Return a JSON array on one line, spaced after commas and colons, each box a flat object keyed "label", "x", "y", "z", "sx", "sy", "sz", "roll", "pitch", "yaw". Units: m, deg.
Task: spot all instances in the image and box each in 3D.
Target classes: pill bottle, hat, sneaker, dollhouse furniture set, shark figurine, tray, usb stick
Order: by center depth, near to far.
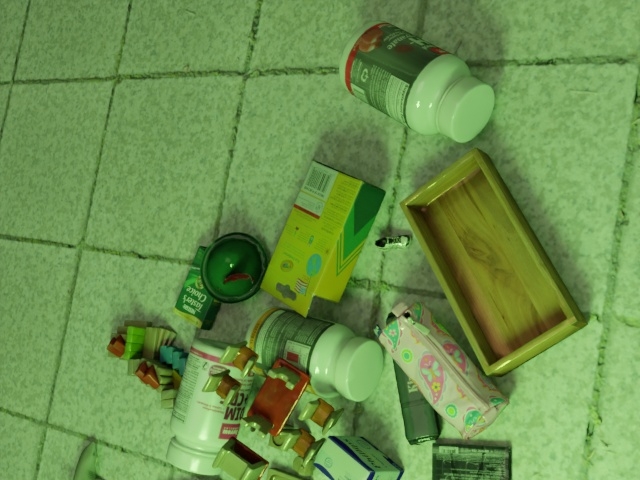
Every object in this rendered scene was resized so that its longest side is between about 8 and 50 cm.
[{"label": "tray", "x": 0.333, "y": 0.040, "z": 1.774, "sx": 0.203, "sy": 0.076, "sz": 0.411, "roll": -37, "pitch": 60, "yaw": 24}, {"label": "usb stick", "x": 0.189, "y": 0.277, "z": 1.838, "sx": 0.077, "sy": 0.045, "sz": 0.278, "roll": -19, "pitch": 69, "yaw": 27}, {"label": "dollhouse furniture set", "x": -0.113, "y": 0.368, "z": 1.847, "sx": 0.262, "sy": 0.135, "sz": 0.259, "roll": 33, "pitch": 101, "yaw": 14}, {"label": "pill bottle", "x": 0.203, "y": -0.329, "z": 1.885, "sx": 0.318, "sy": 0.176, "sz": 0.176, "roll": 36, "pitch": 101, "yaw": 35}, {"label": "pill bottle", "x": -0.016, "y": 0.245, "z": 1.919, "sx": 0.278, "sy": 0.162, "sz": 0.162, "roll": 12, "pitch": 87, "yaw": 37}, {"label": "sneaker", "x": 0.155, "y": 0.005, "z": 1.930, "sx": 0.083, "sy": 0.037, "sz": 0.032, "roll": -15, "pitch": 69, "yaw": 30}, {"label": "dollhouse furniture set", "x": -0.097, "y": 0.482, "z": 1.946, "sx": 0.144, "sy": 0.123, "sz": 0.151, "roll": 9, "pitch": 85, "yaw": 36}, {"label": "pill bottle", "x": -0.253, "y": 0.380, "z": 2.057, "sx": 0.160, "sy": 0.160, "sz": 0.283, "roll": 15, "pitch": 89, "yaw": 37}, {"label": "hat", "x": -0.227, "y": 0.052, "z": 2.065, "sx": 0.208, "sy": 0.183, "sz": 0.173, "roll": -18, "pitch": 77, "yaw": 18}, {"label": "shark figurine", "x": -0.595, "y": 0.671, "z": 2.267, "sx": 0.166, "sy": 0.116, "sz": 0.278, "roll": -47, "pitch": 55, "yaw": 19}]

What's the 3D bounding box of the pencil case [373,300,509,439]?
[{"label": "pencil case", "x": 0.235, "y": 0.248, "z": 1.744, "sx": 0.124, "sy": 0.124, "sz": 0.284, "roll": -47, "pitch": 67, "yaw": 18}]

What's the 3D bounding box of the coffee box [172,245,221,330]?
[{"label": "coffee box", "x": -0.287, "y": 0.118, "z": 2.215, "sx": 0.113, "sy": 0.040, "sz": 0.184, "roll": 26, "pitch": 95, "yaw": 36}]

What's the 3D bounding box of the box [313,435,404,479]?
[{"label": "box", "x": 0.079, "y": 0.461, "z": 1.818, "sx": 0.126, "sy": 0.137, "sz": 0.072, "roll": 33, "pitch": 99, "yaw": 36}]

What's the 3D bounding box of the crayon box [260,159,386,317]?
[{"label": "crayon box", "x": 0.000, "y": 0.000, "z": 1.986, "sx": 0.202, "sy": 0.081, "sz": 0.319, "roll": 29, "pitch": 97, "yaw": 51}]

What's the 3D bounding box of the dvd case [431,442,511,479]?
[{"label": "dvd case", "x": 0.291, "y": 0.507, "z": 1.732, "sx": 0.164, "sy": 0.018, "sz": 0.221, "roll": -6, "pitch": 76, "yaw": 34}]

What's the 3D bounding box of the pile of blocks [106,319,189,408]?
[{"label": "pile of blocks", "x": -0.416, "y": 0.295, "z": 2.223, "sx": 0.362, "sy": 0.112, "sz": 0.149, "roll": 30, "pitch": 97, "yaw": 36}]
